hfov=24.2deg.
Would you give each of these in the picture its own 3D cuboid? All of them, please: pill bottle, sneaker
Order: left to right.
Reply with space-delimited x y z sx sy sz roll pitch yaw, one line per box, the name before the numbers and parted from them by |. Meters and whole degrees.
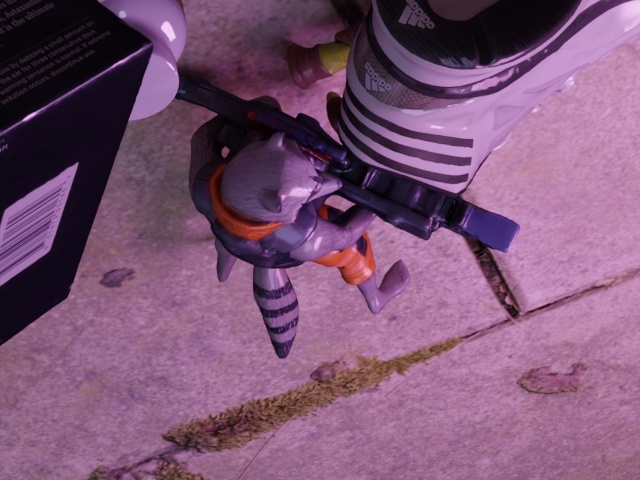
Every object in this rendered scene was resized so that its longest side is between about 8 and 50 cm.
pill bottle | -0.160 -0.184 1.167 0.103 0.184 0.103 -9 143 -7
sneaker | 0.184 -0.191 1.251 0.448 0.169 0.257 -26 163 -29

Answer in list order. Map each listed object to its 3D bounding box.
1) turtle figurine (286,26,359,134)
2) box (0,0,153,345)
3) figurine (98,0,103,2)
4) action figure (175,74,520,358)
turtle figurine | 0.094 -0.173 1.347 0.217 0.087 0.269 -29 141 18
box | -0.314 -0.090 1.061 0.183 0.294 0.296 -39 163 -42
figurine | -0.229 -0.277 1.041 0.092 0.209 0.215 -49 151 -26
action figure | 0.000 0.000 1.375 0.341 0.178 0.330 24 166 18
